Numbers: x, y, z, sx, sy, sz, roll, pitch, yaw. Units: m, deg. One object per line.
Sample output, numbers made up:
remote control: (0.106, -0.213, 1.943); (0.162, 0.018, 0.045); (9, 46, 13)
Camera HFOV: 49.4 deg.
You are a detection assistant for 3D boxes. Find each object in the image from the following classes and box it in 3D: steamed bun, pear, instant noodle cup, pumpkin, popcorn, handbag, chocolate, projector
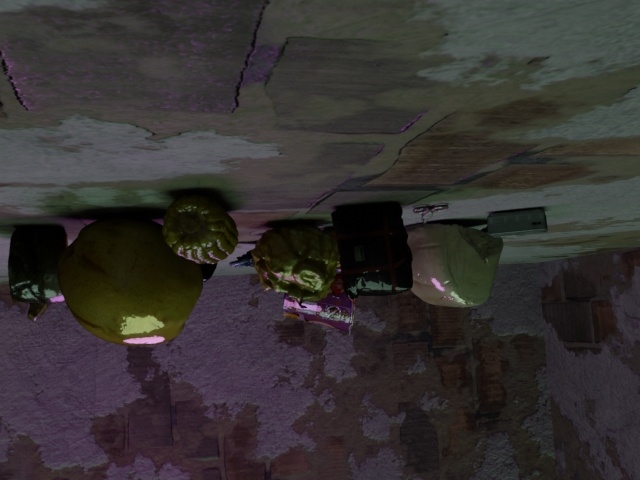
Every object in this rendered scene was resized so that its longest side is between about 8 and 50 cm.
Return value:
steamed bun: (0.354, 0.056, 2.058); (0.273, 0.273, 0.290); (16, 164, -20)
pear: (-0.418, 0.086, 1.550); (0.315, 0.314, 0.314); (-3, 174, 0)
instant noodle cup: (0.003, 0.176, 2.627); (0.266, 0.339, 0.340); (7, 174, 0)
pumpkin: (-0.694, 0.088, 1.736); (0.140, 0.221, 0.317); (-2, 175, -21)
popcorn: (-0.067, 0.066, 1.857); (0.250, 0.225, 0.249); (1, 178, 0)
handbag: (0.125, 0.024, 1.617); (0.170, 0.215, 0.155); (-9, -178, 6)
chocolate: (-0.459, 0.077, 2.320); (0.148, 0.126, 0.343); (42, 157, -20)
projector: (0.525, -0.046, 1.855); (0.147, 0.061, 0.115); (-5, 172, 20)

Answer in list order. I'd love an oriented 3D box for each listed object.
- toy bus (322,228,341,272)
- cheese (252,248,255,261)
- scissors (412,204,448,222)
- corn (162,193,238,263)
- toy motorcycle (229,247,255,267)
toy bus: (0.067, 0.027, 2.035); (0.136, 0.126, 0.209); (-11, 174, -4)
cheese: (-0.118, 0.086, 2.138); (0.163, 0.082, 0.286); (-22, 148, -10)
scissors: (0.264, -0.065, 1.720); (0.086, 0.022, 0.176); (-6, 171, 0)
corn: (-0.236, -0.017, 1.439); (0.131, 0.131, 0.344); (-3, 176, 1)
toy motorcycle: (-0.164, 0.045, 2.253); (0.255, 0.092, 0.135); (-14, -179, 11)
